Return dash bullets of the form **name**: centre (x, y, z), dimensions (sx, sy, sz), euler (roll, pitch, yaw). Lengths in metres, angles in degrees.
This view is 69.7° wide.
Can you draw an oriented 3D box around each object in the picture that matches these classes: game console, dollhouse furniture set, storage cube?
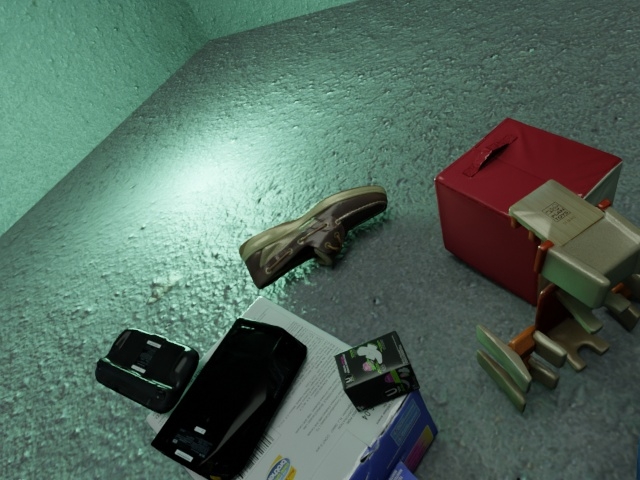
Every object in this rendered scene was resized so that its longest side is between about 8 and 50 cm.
- **game console**: centre (-0.208, 0.198, 0.696), dimensions (0.361, 0.044, 0.213), euler (7, 49, 35)
- **dollhouse furniture set**: centre (0.317, 0.059, 0.597), dimensions (0.262, 0.259, 0.135), euler (-33, 50, -8)
- **storage cube**: centre (0.328, -0.048, 0.747), dimensions (0.183, 0.215, 0.193), euler (-39, 47, -13)

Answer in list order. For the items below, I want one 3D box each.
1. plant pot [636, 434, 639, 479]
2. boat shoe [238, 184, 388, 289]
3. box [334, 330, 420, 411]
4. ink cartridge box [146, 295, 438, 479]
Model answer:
- **plant pot**: centre (0.431, 0.194, 0.413), dimensions (0.236, 0.236, 0.212), euler (23, 67, 43)
- **boat shoe**: centre (0.000, 0.000, 0.978), dimensions (0.342, 0.123, 0.123), euler (-24, 69, -2)
- **box**: centre (0.069, 0.160, 0.559), dimensions (0.083, 0.062, 0.052), euler (-22, 40, 5)
- **ink cartridge box**: centre (-0.027, 0.279, 0.648), dimensions (0.395, 0.151, 0.270), euler (19, 58, 44)
